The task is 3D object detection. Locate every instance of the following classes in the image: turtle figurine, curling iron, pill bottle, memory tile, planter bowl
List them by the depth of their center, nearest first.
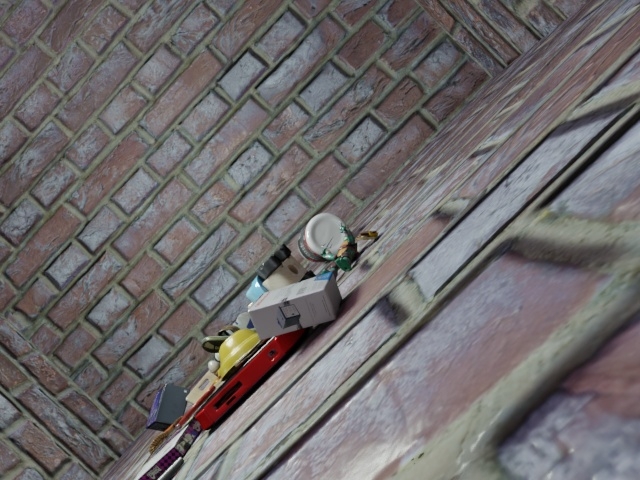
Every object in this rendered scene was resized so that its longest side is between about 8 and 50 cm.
[{"bbox_3d":[-0.421,0.612,0.971,0.274,0.035,0.068,-47,3,-32],"label":"curling iron"},{"bbox_3d":[-0.184,0.308,1.250,0.113,0.012,0.148,-47,-5,37],"label":"memory tile"},{"bbox_3d":[-0.267,0.357,1.411,0.217,0.090,0.217,-41,-12,-11],"label":"planter bowl"},{"bbox_3d":[0.072,0.029,1.432,0.234,0.118,0.175,-74,9,-52],"label":"turtle figurine"},{"bbox_3d":[0.000,0.000,2.133,0.210,0.210,0.363,-46,1,-15],"label":"pill bottle"}]

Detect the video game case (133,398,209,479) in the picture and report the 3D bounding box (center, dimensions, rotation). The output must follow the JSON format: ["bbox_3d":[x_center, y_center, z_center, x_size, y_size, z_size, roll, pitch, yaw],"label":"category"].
[{"bbox_3d":[-0.425,0.597,1.249,0.232,0.042,0.210,-45,2,18],"label":"video game case"}]

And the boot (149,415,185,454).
[{"bbox_3d":[-0.530,0.688,1.486,0.158,0.059,0.084,-35,-9,-48],"label":"boot"}]

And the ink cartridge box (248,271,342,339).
[{"bbox_3d":[-0.055,0.152,1.017,0.191,0.082,0.139,-19,8,13],"label":"ink cartridge box"}]

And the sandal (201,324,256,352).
[{"bbox_3d":[-0.385,0.413,1.852,0.303,0.086,0.120,-3,-35,-49],"label":"sandal"}]

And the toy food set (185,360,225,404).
[{"bbox_3d":[-0.409,0.520,1.760,0.306,0.092,0.220,-45,2,25],"label":"toy food set"}]

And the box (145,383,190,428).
[{"bbox_3d":[-0.637,0.703,1.786,0.207,0.108,0.153,-45,31,47],"label":"box"}]

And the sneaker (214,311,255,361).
[{"bbox_3d":[-0.411,0.477,2.036,0.182,0.127,0.315,-53,-8,29],"label":"sneaker"}]

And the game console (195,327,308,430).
[{"bbox_3d":[-0.164,0.334,1.202,0.386,0.060,0.342,-45,-4,8],"label":"game console"}]

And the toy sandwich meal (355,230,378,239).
[{"bbox_3d":[0.153,-0.017,1.404,0.086,0.029,0.085,-4,-1,0],"label":"toy sandwich meal"}]

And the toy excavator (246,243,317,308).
[{"bbox_3d":[-0.230,0.237,1.923,0.445,0.222,0.433,-45,2,20],"label":"toy excavator"}]

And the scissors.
[{"bbox_3d":[-0.393,0.521,1.235,0.297,0.021,0.109,-51,-2,27],"label":"scissors"}]
